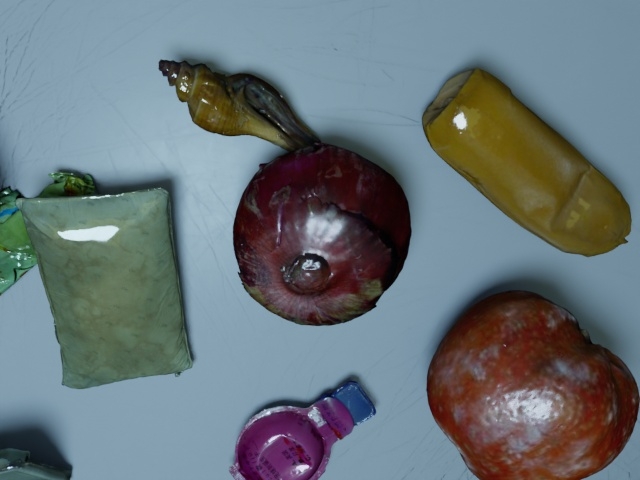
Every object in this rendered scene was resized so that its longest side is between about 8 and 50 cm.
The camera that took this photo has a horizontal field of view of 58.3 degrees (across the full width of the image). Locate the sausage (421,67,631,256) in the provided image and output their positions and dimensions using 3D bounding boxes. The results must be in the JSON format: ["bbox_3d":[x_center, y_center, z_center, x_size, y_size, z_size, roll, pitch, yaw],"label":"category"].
[{"bbox_3d":[0.300,-0.093,0.813,0.353,0.116,0.134,37,82,-17],"label":"sausage"}]

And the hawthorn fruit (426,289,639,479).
[{"bbox_3d":[0.295,0.213,0.823,0.284,0.284,0.285,-2,104,-7],"label":"hawthorn fruit"}]

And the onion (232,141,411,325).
[{"bbox_3d":[0.000,0.000,0.757,0.246,0.190,0.247,2,118,4],"label":"onion"}]

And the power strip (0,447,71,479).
[{"bbox_3d":[-0.484,0.322,0.801,0.213,0.198,0.065,-9,65,-7],"label":"power strip"}]

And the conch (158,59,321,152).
[{"bbox_3d":[-0.104,-0.178,0.762,0.232,0.080,0.086,6,117,-33],"label":"conch"}]

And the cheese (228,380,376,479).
[{"bbox_3d":[-0.030,0.307,0.893,0.244,0.062,0.155,-35,106,1],"label":"cheese"}]

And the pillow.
[{"bbox_3d":[-0.281,0.076,0.778,0.184,0.075,0.303,-7,116,-12],"label":"pillow"}]

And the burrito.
[{"bbox_3d":[-0.427,-0.001,0.772,0.288,0.054,0.104,-40,103,5],"label":"burrito"}]
